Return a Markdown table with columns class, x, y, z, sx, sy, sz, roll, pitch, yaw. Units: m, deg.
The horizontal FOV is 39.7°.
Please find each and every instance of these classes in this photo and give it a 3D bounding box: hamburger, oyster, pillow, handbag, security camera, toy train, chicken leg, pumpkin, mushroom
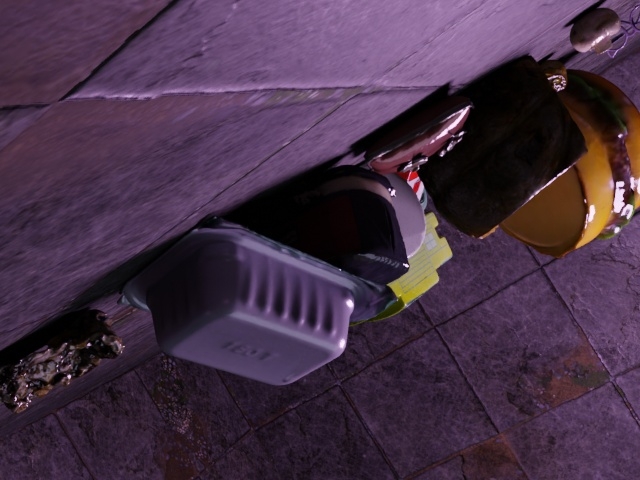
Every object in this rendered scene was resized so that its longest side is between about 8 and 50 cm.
| class | x | y | z | sx | sy | sz | roll | pitch | yaw |
| --- | --- | --- | --- | --- | --- | --- | --- | --- | --- |
| hamburger | 0.541 | -0.194 | 1.989 | 0.277 | 0.396 | 0.395 | -30 | 176 | -26 |
| oyster | -0.391 | 0.177 | 1.285 | 0.214 | 0.083 | 0.223 | -28 | -177 | -12 |
| pillow | 0.151 | -0.153 | 1.357 | 0.179 | 0.075 | 0.171 | -31 | 177 | 5 |
| handbag | 0.000 | 0.000 | 1.370 | 0.254 | 0.182 | 0.181 | -32 | 146 | 34 |
| security camera | 0.051 | -0.010 | 1.604 | 0.194 | 0.195 | 0.236 | -29 | 178 | -42 |
| toy train | 0.125 | 0.019 | 1.909 | 0.179 | 0.273 | 0.442 | -22 | -176 | 37 |
| chicken leg | 0.426 | -0.307 | 1.754 | 0.093 | 0.070 | 0.178 | -56 | -168 | -4 |
| pumpkin | 0.297 | -0.156 | 1.555 | 0.256 | 0.225 | 0.303 | -36 | 172 | -13 |
| mushroom | 0.441 | -0.334 | 1.422 | 0.083 | 0.068 | 0.083 | -31 | -176 | 2 |

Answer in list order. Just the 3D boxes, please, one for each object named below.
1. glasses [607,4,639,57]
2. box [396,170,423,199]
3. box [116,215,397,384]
| class | x | y | z | sx | sy | sz | roll | pitch | yaw |
| --- | --- | --- | --- | --- | --- | --- | --- | --- | --- |
| glasses | 0.634 | -0.432 | 1.790 | 0.140 | 0.063 | 0.103 | -33 | 178 | 37 |
| box | 0.172 | -0.113 | 1.773 | 0.100 | 0.048 | 0.152 | -31 | 140 | -54 |
| box | -0.093 | 0.115 | 1.265 | 0.336 | 0.106 | 0.264 | 22 | 138 | -35 |
